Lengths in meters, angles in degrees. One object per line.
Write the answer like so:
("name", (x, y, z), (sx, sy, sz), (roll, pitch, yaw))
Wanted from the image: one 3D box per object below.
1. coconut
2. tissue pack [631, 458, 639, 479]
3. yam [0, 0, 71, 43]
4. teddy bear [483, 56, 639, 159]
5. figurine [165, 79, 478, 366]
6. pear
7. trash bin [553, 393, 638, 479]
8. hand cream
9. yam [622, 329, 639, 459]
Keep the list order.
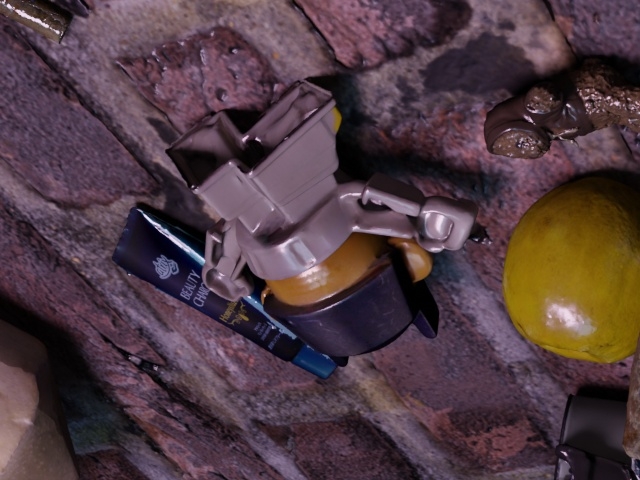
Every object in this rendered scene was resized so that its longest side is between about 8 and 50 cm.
("coconut", (-0.444, 0.231, 1.512), (0.353, 0.352, 0.352), (11, 141, 9))
("tissue pack", (0.482, 0.112, 1.009), (0.264, 0.253, 0.416), (35, 148, -7))
("yam", (-0.283, -0.215, 1.136), (0.129, 0.027, 0.033), (26, 180, -13))
("teddy bear", (0.210, -0.108, 1.036), (0.160, 0.078, 0.119), (-4, 171, 17))
("figurine", (-0.004, 0.002, 1.197), (0.308, 0.143, 0.308), (28, 149, 19))
("pear", (0.235, 0.028, 1.123), (0.149, 0.162, 0.149), (16, 160, 6))
("trash bin", (0.375, 0.281, 1.316), (0.263, 0.217, 0.277), (5, 164, 16))
("hand cream", (-0.093, 0.056, 1.374), (0.270, 0.061, 0.120), (30, 146, -2))
("yam", (0.292, 0.046, 1.036), (0.061, 0.274, 0.061), (12, 172, 2))
